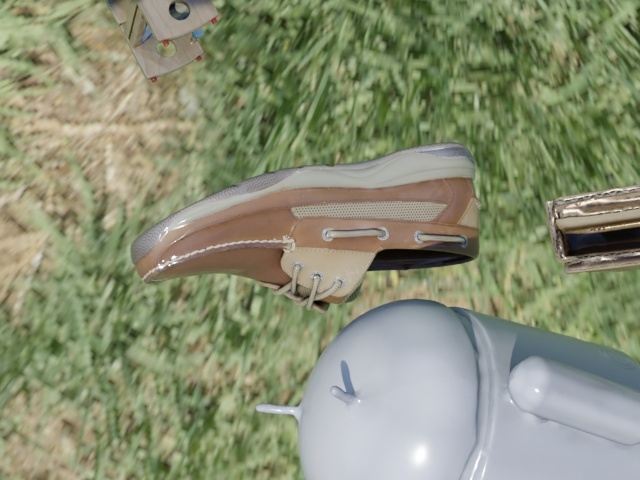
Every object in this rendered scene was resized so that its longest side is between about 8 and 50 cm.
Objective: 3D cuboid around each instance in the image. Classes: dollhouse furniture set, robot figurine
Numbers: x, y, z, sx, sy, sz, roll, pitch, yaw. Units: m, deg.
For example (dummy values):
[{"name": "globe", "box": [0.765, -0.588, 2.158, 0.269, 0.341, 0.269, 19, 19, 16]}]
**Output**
[{"name": "dollhouse furniture set", "box": [-0.110, -0.263, 1.785, 0.183, 0.129, 0.129, -26, 84, -15]}, {"name": "robot figurine", "box": [0.131, 0.162, 1.450, 0.353, 0.200, 0.300, 16, 149, -26]}]

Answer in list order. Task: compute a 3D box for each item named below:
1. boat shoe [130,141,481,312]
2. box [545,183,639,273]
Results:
[{"name": "boat shoe", "box": [0.000, 0.000, 1.561, 0.324, 0.123, 0.116, -12, 82, -20]}, {"name": "box", "box": [0.158, -0.011, 0.526, 0.164, 0.201, 0.021, -9, 87, 13]}]
